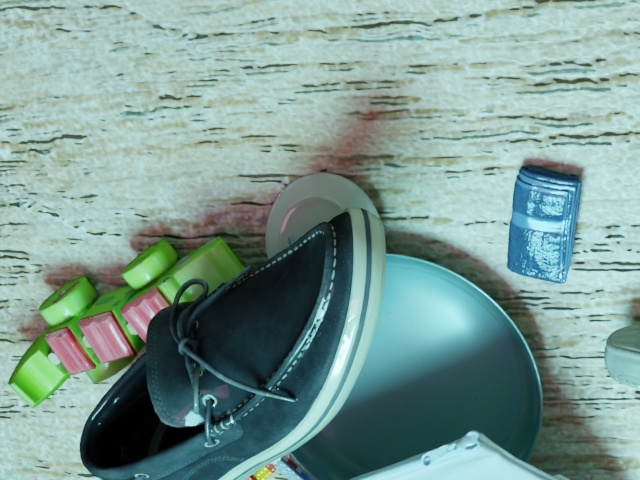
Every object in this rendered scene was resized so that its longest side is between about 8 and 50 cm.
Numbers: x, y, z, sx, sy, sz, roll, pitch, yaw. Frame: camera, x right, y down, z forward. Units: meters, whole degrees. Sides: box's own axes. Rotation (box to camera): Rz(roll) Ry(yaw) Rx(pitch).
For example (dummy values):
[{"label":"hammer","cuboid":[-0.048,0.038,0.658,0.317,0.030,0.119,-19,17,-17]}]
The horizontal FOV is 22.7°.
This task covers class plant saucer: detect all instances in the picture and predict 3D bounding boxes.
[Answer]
[{"label":"plant saucer","cuboid":[0.086,0.152,1.717,0.318,0.043,0.317,7,114,16]}]

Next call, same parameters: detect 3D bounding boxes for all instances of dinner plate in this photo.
[{"label":"dinner plate","cuboid":[0.000,0.000,1.659,0.141,0.017,0.141,2,94,30]}]

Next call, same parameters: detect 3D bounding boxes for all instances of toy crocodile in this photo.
[{"label":"toy crocodile","cuboid":[-0.217,0.090,1.782,0.341,0.105,0.115,-24,108,31]}]

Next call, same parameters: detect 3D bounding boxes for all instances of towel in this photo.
[{"label":"towel","cuboid":[0.221,-0.015,1.589,0.067,0.029,0.119,12,123,16]}]

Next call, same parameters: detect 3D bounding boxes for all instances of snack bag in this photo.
[{"label":"snack bag","cuboid":[0.131,0.301,1.705,0.323,0.037,0.342,-25,141,33]}]

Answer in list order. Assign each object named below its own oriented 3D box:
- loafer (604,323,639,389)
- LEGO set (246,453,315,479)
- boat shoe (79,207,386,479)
[{"label":"loafer","cuboid":[0.431,0.163,1.559,0.320,0.112,0.111,15,115,13]},{"label":"LEGO set","cuboid":[-0.002,0.293,1.846,0.244,0.060,0.182,1,115,22]},{"label":"boat shoe","cuboid":[-0.096,0.131,1.626,0.156,0.186,0.500,19,139,-25]}]
